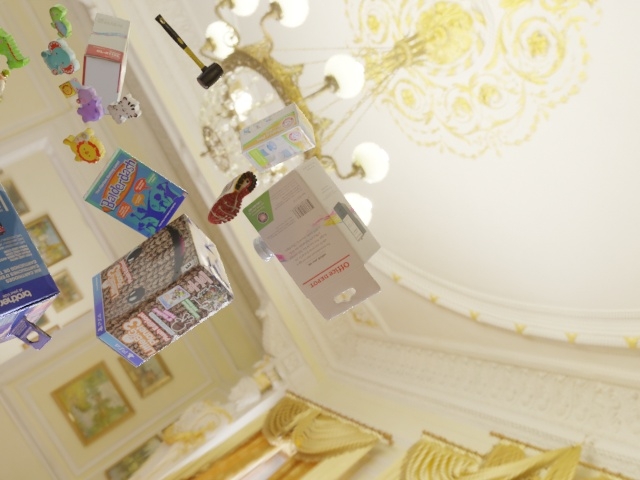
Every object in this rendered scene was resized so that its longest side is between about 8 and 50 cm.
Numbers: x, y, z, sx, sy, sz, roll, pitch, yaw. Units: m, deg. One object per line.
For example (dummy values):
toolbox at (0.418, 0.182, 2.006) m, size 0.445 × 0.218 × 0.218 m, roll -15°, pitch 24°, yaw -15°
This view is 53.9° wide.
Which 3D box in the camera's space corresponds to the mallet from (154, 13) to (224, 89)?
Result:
mallet at (-0.305, -0.421, 1.415) m, size 0.190 × 0.062 × 0.039 m, roll 39°, pitch -13°, yaw -24°

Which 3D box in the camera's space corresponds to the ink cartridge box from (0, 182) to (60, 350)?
ink cartridge box at (-0.741, 0.075, 1.398) m, size 0.270 × 0.151 × 0.395 m, roll -35°, pitch -98°, yaw 44°

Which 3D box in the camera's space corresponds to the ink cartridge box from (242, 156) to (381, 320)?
ink cartridge box at (0.000, 0.000, 1.554) m, size 0.207 × 0.119 × 0.353 m, roll -34°, pitch -86°, yaw 34°

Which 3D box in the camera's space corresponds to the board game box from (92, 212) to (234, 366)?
board game box at (-0.385, 0.115, 1.517) m, size 0.141 × 0.291 × 0.232 m, roll 53°, pitch 3°, yaw -39°

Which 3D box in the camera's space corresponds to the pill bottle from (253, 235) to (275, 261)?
pill bottle at (-0.092, -0.021, 1.712) m, size 0.103 × 0.184 × 0.103 m, roll 47°, pitch 22°, yaw -26°

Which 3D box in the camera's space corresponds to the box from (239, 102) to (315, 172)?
box at (-0.132, -0.314, 1.932) m, size 0.114 × 0.203 × 0.103 m, roll 48°, pitch 24°, yaw -49°

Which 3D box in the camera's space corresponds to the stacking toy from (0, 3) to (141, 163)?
stacking toy at (-0.377, -0.246, 0.967) m, size 0.052 × 0.167 × 0.221 m, roll -19°, pitch -62°, yaw 20°

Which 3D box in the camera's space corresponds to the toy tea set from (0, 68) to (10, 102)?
toy tea set at (-0.857, -0.300, 1.410) m, size 0.124 × 0.336 × 0.200 m, roll 53°, pitch 8°, yaw -8°

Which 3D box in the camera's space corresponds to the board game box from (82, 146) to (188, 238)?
board game box at (-0.475, -0.117, 1.626) m, size 0.210 × 0.160 × 0.047 m, roll 34°, pitch -1°, yaw -30°

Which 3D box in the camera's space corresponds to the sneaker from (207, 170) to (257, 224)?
sneaker at (-0.307, -0.141, 2.164) m, size 0.088 × 0.225 × 0.093 m, roll 48°, pitch -22°, yaw -22°

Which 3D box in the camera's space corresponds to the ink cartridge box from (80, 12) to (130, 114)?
ink cartridge box at (-0.433, -0.358, 1.273) m, size 0.175 × 0.072 × 0.127 m, roll -98°, pitch -157°, yaw -44°
